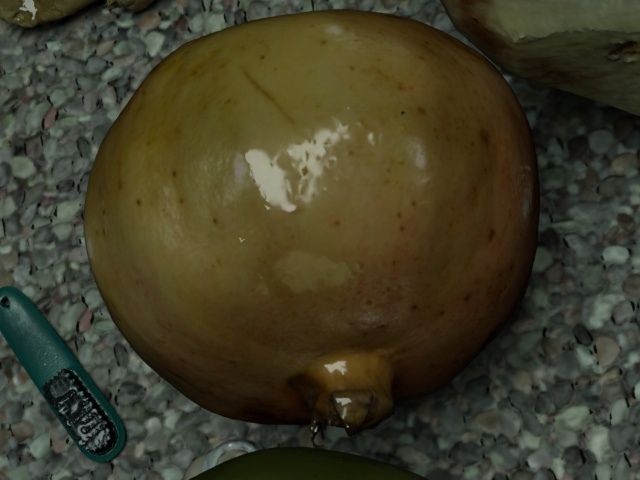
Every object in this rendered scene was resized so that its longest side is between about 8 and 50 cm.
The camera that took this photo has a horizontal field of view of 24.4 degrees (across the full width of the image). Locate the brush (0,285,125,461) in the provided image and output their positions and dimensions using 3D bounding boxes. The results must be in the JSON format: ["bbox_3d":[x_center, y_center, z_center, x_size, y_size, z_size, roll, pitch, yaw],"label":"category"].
[{"bbox_3d":[-0.231,0.109,1.263,0.043,0.032,0.193,-41,68,1],"label":"brush"}]

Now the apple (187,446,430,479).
[{"bbox_3d":[-0.019,0.305,0.985,0.357,0.357,0.357,-5,72,15],"label":"apple"}]

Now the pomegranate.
[{"bbox_3d":[0.000,0.000,1.073,0.338,0.338,0.338,-5,72,15],"label":"pomegranate"}]

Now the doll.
[{"bbox_3d":[-0.063,0.189,1.164,0.127,0.084,0.073,-28,99,30],"label":"doll"}]

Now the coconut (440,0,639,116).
[{"bbox_3d":[0.228,-0.260,1.036,0.415,0.415,0.345,36,127,23],"label":"coconut"}]

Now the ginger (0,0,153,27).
[{"bbox_3d":[-0.219,-0.267,1.368,0.214,0.059,0.133,-10,78,15],"label":"ginger"}]
